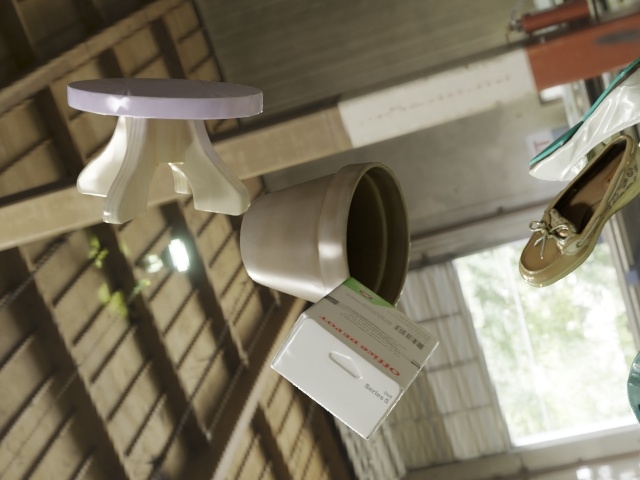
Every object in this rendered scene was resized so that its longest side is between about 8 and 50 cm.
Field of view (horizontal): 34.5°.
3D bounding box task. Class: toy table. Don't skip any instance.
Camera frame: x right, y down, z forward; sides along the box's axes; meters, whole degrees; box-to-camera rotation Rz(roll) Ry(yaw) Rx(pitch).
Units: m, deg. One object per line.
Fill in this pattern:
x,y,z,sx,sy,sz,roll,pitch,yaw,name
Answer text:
-0.210,-0.127,1.377,0.252,0.274,0.161,-22,-61,-54,toy table

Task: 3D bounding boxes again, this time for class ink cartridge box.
0.063,0.185,1.696,0.198,0.115,0.273,36,-161,9,ink cartridge box

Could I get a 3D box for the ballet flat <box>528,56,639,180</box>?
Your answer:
0.522,-0.186,1.913,0.400,0.139,0.139,128,138,-59,ballet flat

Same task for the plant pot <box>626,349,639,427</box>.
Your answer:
0.727,0.222,1.845,0.334,0.341,0.341,-26,-78,-48,plant pot

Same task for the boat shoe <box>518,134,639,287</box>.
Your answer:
0.416,-0.050,1.675,0.104,0.285,0.089,41,-176,42,boat shoe

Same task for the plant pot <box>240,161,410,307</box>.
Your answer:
0.000,0.000,2.141,0.323,0.280,0.323,-2,-87,-61,plant pot
